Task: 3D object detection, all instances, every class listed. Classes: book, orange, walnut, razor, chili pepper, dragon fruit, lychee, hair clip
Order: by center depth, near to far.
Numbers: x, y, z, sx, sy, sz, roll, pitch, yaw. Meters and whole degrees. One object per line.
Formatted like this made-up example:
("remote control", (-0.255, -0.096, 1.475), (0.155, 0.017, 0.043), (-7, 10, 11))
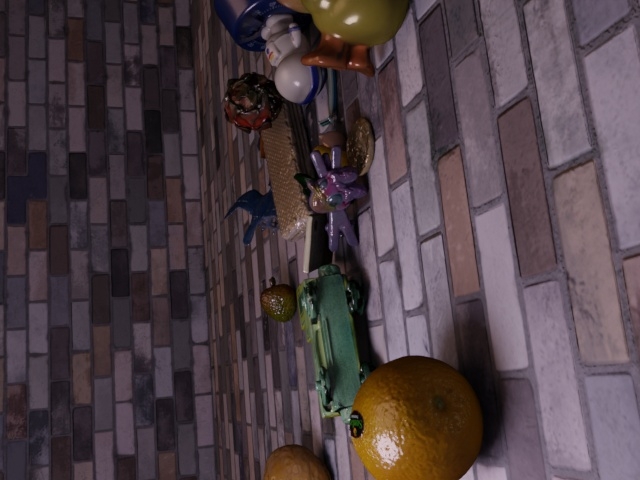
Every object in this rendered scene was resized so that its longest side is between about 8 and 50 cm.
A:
("orange", (0.155, 0.300, 1.099), (0.236, 0.237, 0.236), (179, 90, -71))
("hair clip", (0.043, -0.086, 1.546), (0.090, 0.137, 0.278), (-104, 2, -47))
("book", (0.000, 0.000, 1.647), (0.199, 0.016, 0.138), (-17, -68, -72))
("chili pepper", (0.004, -0.124, 1.691), (0.098, 0.061, 0.224), (51, 158, -27))
("razor", (0.023, -0.387, 1.707), (0.068, 0.037, 0.191), (176, 95, -66))
("walnut", (-0.063, 0.653, 1.802), (0.221, 0.196, 0.195), (-119, 32, -66))
("dragon fruit", (-0.191, -0.391, 1.907), (0.188, 0.183, 0.182), (-58, -29, -80))
("lychee", (-0.130, 0.183, 2.077), (0.146, 0.114, 0.114), (70, 160, 0))

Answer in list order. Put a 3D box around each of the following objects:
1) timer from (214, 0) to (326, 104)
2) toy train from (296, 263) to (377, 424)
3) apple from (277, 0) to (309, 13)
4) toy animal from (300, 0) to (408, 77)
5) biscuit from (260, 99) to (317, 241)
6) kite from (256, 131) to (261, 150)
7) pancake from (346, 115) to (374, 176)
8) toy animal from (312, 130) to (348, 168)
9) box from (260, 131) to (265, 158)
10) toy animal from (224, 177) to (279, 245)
("timer", (-0.100, -0.536, 1.810), (0.383, 0.271, 0.270), (66, 155, 16))
("toy train", (0.034, 0.248, 1.567), (0.237, 0.151, 0.368), (113, 151, -67))
("apple", (-0.038, -0.676, 1.481), (0.277, 0.319, 0.319), (-47, 39, 23))
("toy animal", (0.082, -0.495, 1.315), (0.191, 0.216, 0.338), (22, 111, 40))
("biscuit", (-0.083, -0.207, 1.918), (0.144, 0.079, 0.425), (-37, 54, 41))
("kite", (-0.194, -0.404, 2.378), (0.233, 0.016, 0.321), (110, 151, -43))
("pancake", (0.090, -0.213, 1.545), (0.139, 0.022, 0.139), (178, 90, -70))
("toy animal", (0.023, -0.209, 1.653), (0.082, 0.092, 0.114), (94, 165, -60))
("box", (-0.144, -0.375, 2.147), (0.152, 0.070, 0.237), (-159, 68, -69))
("toy animal", (-0.187, -0.105, 2.160), (0.255, 0.239, 0.176), (-56, -39, -36))
